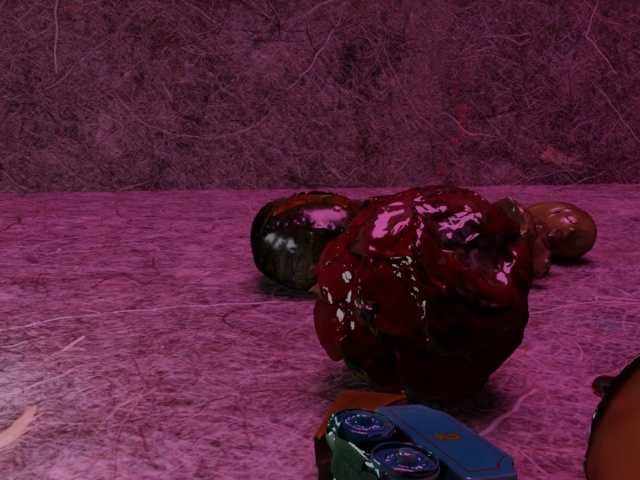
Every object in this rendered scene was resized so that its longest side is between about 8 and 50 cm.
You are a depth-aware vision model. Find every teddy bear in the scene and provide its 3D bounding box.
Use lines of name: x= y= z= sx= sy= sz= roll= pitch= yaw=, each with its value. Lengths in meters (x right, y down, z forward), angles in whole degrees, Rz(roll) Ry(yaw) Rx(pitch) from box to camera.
teddy bear: x=0.395 y=0.031 z=1.786 sx=0.246 sy=0.222 sz=0.296 roll=18 pitch=63 yaw=37

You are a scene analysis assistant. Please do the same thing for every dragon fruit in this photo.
dragon fruit: x=0.143 y=0.074 z=1.121 sx=0.329 sy=0.329 sz=0.329 roll=1 pitch=12 yaw=0

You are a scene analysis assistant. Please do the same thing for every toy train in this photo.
toy train: x=0.096 y=0.238 z=0.800 sx=0.163 sy=0.112 sz=0.203 roll=1 pitch=13 yaw=-26

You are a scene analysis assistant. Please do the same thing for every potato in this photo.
potato: x=0.598 y=-0.025 z=2.038 sx=0.169 sy=0.143 sz=0.248 roll=37 pitch=-5 yaw=-19

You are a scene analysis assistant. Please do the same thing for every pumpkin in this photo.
pumpkin: x=0.000 y=0.000 z=1.734 sx=0.320 sy=0.192 sz=0.320 roll=-1 pitch=10 yaw=0

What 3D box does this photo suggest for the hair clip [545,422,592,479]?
hair clip: x=0.321 y=0.258 z=0.837 sx=0.146 sy=0.075 sz=0.257 roll=16 pitch=23 yaw=37

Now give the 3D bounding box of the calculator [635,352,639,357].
calculator: x=0.550 y=0.159 z=1.122 sx=0.268 sy=0.040 sz=0.177 roll=-22 pitch=-3 yaw=35

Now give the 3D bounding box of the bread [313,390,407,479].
bread: x=0.048 y=0.230 z=0.917 sx=0.084 sy=0.074 sz=0.139 roll=1 pitch=10 yaw=15

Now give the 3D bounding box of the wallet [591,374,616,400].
wallet: x=0.469 y=0.201 z=1.010 sx=0.204 sy=0.045 sz=0.142 roll=12 pitch=-7 yaw=-20

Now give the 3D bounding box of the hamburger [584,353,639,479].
hamburger: x=0.379 y=0.202 z=0.664 sx=0.276 sy=0.276 sz=0.237 roll=9 pitch=-1 yaw=35
